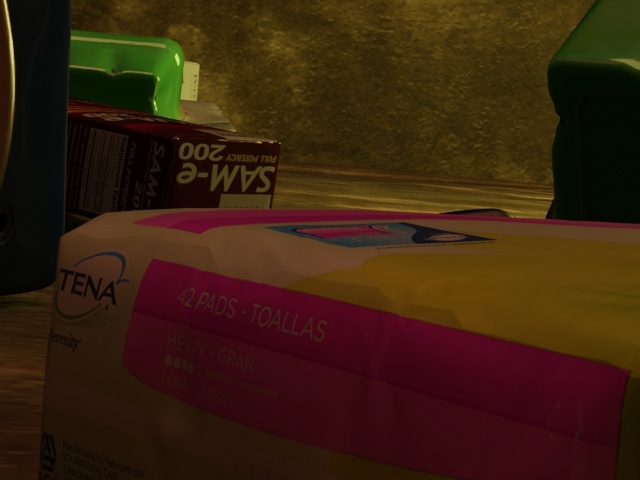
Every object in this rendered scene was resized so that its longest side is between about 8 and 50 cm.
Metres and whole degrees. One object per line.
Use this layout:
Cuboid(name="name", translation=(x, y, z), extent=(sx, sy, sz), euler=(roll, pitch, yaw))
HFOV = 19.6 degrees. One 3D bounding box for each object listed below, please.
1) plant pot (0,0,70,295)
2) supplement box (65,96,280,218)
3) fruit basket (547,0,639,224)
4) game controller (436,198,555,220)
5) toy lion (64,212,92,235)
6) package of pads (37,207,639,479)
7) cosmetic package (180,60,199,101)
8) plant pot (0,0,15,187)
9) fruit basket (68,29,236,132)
Cuboid(name="plant pot", translation=(-0.281, -0.082, 0.950), extent=(0.236, 0.235, 0.212), euler=(8, 12, 26))
Cuboid(name="supplement box", translation=(-0.164, -0.060, 1.344), extent=(0.239, 0.073, 0.130), euler=(14, 9, 32))
Cuboid(name="fruit basket", translation=(0.349, -0.044, 1.088), extent=(0.392, 0.282, 0.392), euler=(-5, 19, 2))
Cuboid(name="game controller", translation=(0.137, 0.010, 1.354), extent=(0.167, 0.067, 0.319), euler=(-9, 2, 9))
Cuboid(name="toy lion", translation=(-0.181, -0.013, 1.395), extent=(0.100, 0.034, 0.096), euler=(0, 14, -43))
Cuboid(name="package of pads", translation=(0.113, 0.050, 0.466), extent=(0.297, 0.101, 0.229), euler=(1, 6, -36))
Cuboid(name="cosmetic package", translation=(-0.237, -0.137, 2.102), extent=(0.152, 0.151, 0.184), euler=(7, 6, 12))
Cuboid(name="plant pot", translation=(-0.283, -0.058, 0.682), extent=(0.229, 0.263, 0.263), euler=(-14, -10, 43))
Cuboid(name="fruit basket", translation=(-0.257, -0.121, 1.812), extent=(0.327, 0.165, 0.353), euler=(4, 4, -8))
